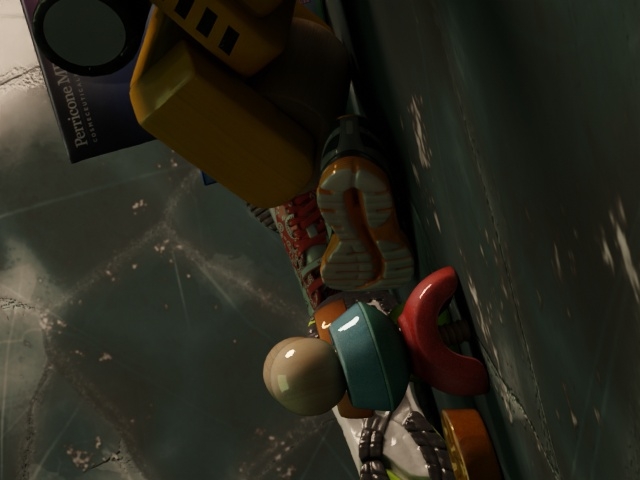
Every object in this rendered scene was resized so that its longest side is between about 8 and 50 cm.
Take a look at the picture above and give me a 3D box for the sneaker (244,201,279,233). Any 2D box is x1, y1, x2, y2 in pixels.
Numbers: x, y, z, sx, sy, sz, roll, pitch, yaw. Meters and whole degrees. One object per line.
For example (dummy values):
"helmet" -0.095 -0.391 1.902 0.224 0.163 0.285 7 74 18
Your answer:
"sneaker" -0.051 -0.129 2.391 0.146 0.122 0.330 48 -161 -55

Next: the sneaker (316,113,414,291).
"sneaker" 0.039 -0.026 1.663 0.215 0.084 0.083 86 -178 -56

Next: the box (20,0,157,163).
"box" -0.172 -0.269 2.045 0.183 0.294 0.296 -119 14 -76

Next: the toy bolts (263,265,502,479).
"toy bolts" 0.045 0.132 1.506 0.228 0.159 0.218 85 168 -72

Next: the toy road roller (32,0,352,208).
"toy road roller" -0.069 -0.215 1.643 0.329 0.241 0.202 39 -145 -22

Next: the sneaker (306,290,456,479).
"sneaker" 0.063 0.179 1.894 0.121 0.111 0.300 72 -178 -56

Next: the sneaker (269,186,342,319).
"sneaker" 0.001 0.000 2.189 0.145 0.090 0.270 -120 12 -72

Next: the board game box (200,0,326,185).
"board game box" -0.065 -0.164 1.910 0.047 0.160 0.210 -109 5 -46
